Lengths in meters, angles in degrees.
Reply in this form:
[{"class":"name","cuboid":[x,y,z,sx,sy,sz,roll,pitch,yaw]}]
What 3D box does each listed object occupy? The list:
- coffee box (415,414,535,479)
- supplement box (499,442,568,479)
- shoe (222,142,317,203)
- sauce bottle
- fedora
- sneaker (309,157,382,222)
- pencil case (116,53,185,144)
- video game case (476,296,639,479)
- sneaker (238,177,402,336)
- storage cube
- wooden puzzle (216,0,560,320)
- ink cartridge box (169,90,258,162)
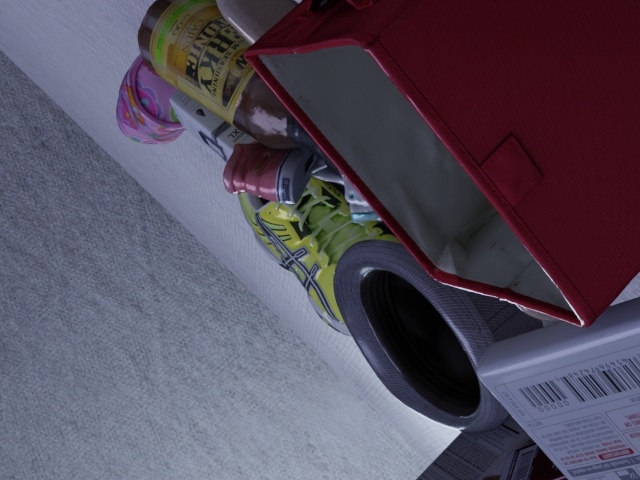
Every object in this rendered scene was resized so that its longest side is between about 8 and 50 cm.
[{"class":"coffee box","cuboid":[0.225,0.272,1.320,0.168,0.297,0.119,49,170,-15]},{"class":"supplement box","cuboid":[0.298,0.232,1.158,0.239,0.073,0.130,-30,109,39]},{"class":"shoe","cuboid":[-0.044,-0.095,1.329,0.081,0.178,0.063,8,119,14]},{"class":"sauce bottle","cuboid":[-0.062,-0.166,1.283,0.344,0.111,0.111,33,164,41]},{"class":"fedora","cuboid":[0.141,0.080,1.316,0.244,0.124,0.275,58,159,-2]},{"class":"sneaker","cuboid":[0.075,-0.046,1.246,0.212,0.094,0.080,36,164,40]},{"class":"pencil case","cuboid":[-0.225,-0.204,1.742,0.124,0.124,0.284,47,170,-7]},{"class":"video game case","cuboid":[0.311,0.140,0.785,0.329,0.036,0.300,-25,113,44]},{"class":"sneaker","cuboid":[0.000,0.000,1.572,0.384,0.145,0.147,31,163,46]},{"class":"storage cube","cuboid":[0.109,-0.098,0.665,0.215,0.193,0.183,50,169,-18]},{"class":"wooden puzzle","cuboid":[0.086,-0.092,0.937,0.322,0.080,0.348,45,-169,3]},{"class":"ink cartridge box","cuboid":[-0.084,-0.145,1.428,0.150,0.109,0.063,39,165,29]}]
